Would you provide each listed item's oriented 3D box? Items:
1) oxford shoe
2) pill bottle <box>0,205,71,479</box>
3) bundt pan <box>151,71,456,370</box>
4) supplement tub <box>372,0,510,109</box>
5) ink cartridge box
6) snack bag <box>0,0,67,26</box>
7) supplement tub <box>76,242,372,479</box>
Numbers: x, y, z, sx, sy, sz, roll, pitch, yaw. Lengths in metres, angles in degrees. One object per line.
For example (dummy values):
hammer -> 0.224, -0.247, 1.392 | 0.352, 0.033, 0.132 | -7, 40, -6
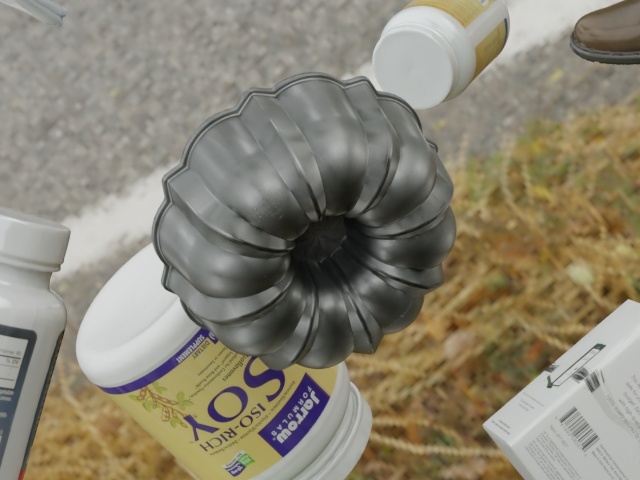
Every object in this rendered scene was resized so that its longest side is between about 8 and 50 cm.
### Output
oxford shoe -> 0.325, -0.224, 1.463 | 0.227, 0.096, 0.082 | -19, 39, 10
pill bottle -> -0.223, 0.068, 1.061 | 0.108, 0.108, 0.180 | 19, 94, 55
bundt pan -> 0.000, 0.000, 1.709 | 0.331, 0.331, 0.124 | -42, 38, 4
supplement tub -> 0.170, -0.281, 2.340 | 0.144, 0.144, 0.199 | -17, 18, 37
ink cartridge box -> 0.291, 0.181, 1.649 | 0.203, 0.148, 0.086 | -39, 15, -6
snack bag -> -0.431, -0.292, 1.441 | 0.323, 0.342, 0.037 | 25, 89, 34
supplement tub -> -0.115, 0.170, 2.061 | 0.241, 0.331, 0.241 | -33, 28, 20
